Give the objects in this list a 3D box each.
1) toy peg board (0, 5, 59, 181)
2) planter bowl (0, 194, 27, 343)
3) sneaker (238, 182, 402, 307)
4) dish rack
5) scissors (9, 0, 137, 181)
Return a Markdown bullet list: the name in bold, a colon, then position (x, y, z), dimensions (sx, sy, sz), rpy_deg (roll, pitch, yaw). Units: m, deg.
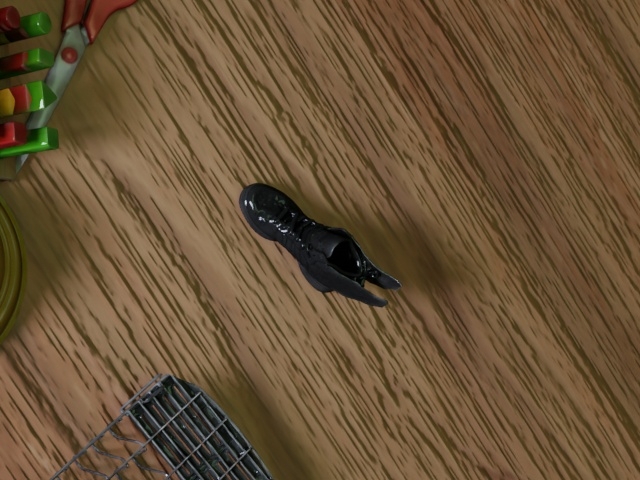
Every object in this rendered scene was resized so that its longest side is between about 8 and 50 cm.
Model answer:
- **toy peg board**: position (-0.300, -0.145, 1.252), dimensions (0.160, 0.079, 0.161), rpy_deg (11, 72, -64)
- **planter bowl**: position (-0.350, 0.018, 1.243), dimensions (0.217, 0.090, 0.217), rpy_deg (4, 81, -26)
- **sneaker**: position (-0.002, 0.002, 1.423), dimensions (0.170, 0.089, 0.051), rpy_deg (47, 65, -13)
- **dish rack**: position (-0.173, 0.264, 1.308), dimensions (0.271, 0.074, 0.208), rpy_deg (-42, 103, -27)
- **scissors**: position (-0.226, -0.190, 1.376), dimensions (0.109, 0.021, 0.297), rpy_deg (13, 76, -25)
